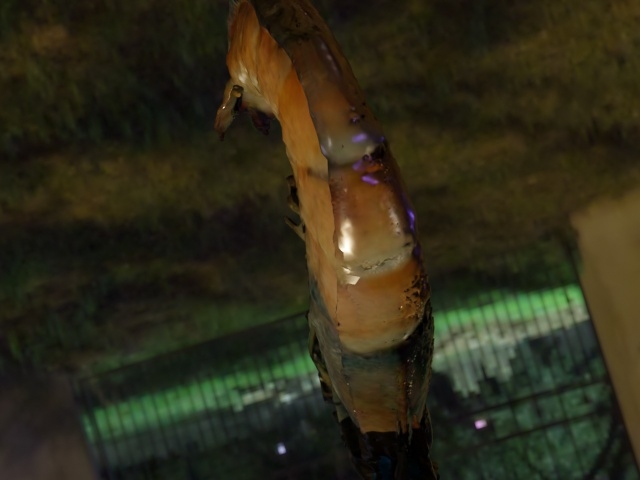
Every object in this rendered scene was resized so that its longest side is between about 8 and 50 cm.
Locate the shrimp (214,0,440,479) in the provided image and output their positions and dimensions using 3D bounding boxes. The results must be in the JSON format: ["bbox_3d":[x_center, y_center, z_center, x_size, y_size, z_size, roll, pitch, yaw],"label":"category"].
[{"bbox_3d":[0.000,0.000,0.645,0.054,0.290,0.222,-21,-145,-10],"label":"shrimp"}]
